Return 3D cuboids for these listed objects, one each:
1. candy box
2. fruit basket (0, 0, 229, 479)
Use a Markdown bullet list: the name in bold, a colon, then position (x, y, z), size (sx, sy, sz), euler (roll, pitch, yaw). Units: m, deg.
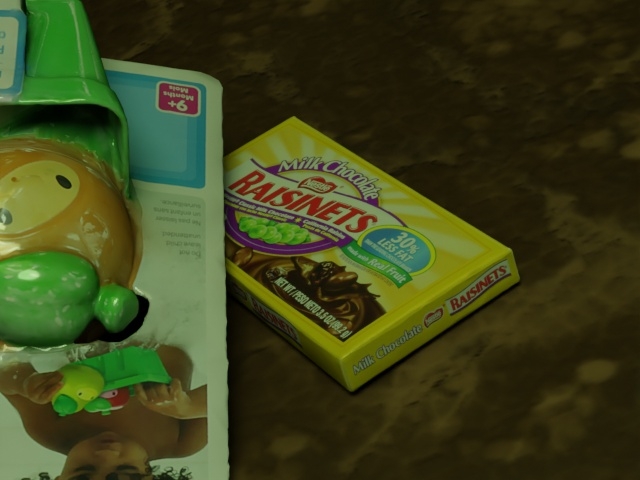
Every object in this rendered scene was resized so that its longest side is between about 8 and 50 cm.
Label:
- **candy box**: position (0.000, 0.000, 0.880), size (0.105, 0.027, 0.206), euler (-30, 36, -20)
- **fruit basket**: position (-0.205, 0.024, 0.793), size (0.327, 0.165, 0.353), euler (1, 42, -5)
